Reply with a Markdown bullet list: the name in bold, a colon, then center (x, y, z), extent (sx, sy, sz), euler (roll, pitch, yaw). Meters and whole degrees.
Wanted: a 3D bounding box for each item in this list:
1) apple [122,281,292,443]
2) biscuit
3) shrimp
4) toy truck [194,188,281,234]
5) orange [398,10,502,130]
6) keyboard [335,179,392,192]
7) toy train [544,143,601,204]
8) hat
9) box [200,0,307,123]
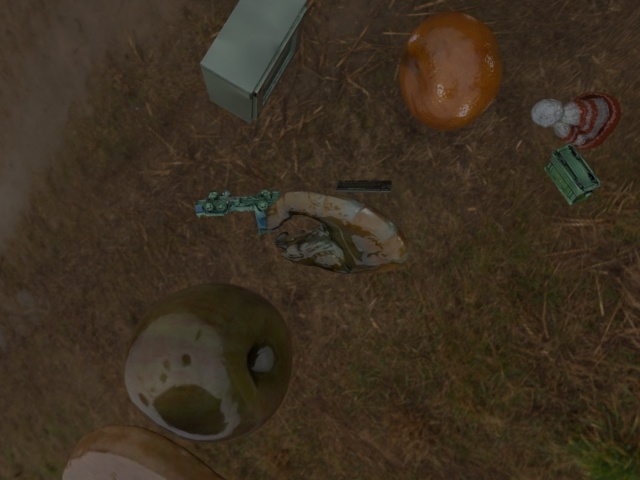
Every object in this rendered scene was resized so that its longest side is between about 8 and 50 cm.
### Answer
- **apple**: center (-0.182, 0.197, 0.900), extent (0.234, 0.257, 0.256), euler (-11, 107, 32)
- **biscuit**: center (-0.192, 0.400, 0.755), extent (0.365, 0.062, 0.385), euler (36, 130, 2)
- **shrimp**: center (-0.008, -0.009, 0.674), extent (0.254, 0.059, 0.145), euler (9, 153, 45)
- **toy truck**: center (-0.165, -0.057, 1.137), extent (0.175, 0.067, 0.081), euler (-2, 118, 4)
- **orange**: center (0.266, -0.343, 1.131), extent (0.240, 0.171, 0.240), euler (51, 152, 41)
- **keyboard**: center (0.101, -0.126, 1.294), extent (0.129, 0.049, 0.015), euler (2, 120, 11)
- **toy train**: center (0.395, -0.103, 0.873), extent (0.056, 0.038, 0.093), euler (88, 159, -64)
- **hat**: center (0.453, -0.221, 1.004), extent (0.093, 0.163, 0.112), euler (61, 143, 32)
- **box**: center (-0.132, -0.391, 1.160), extent (0.118, 0.224, 0.225), euler (30, 174, -4)
